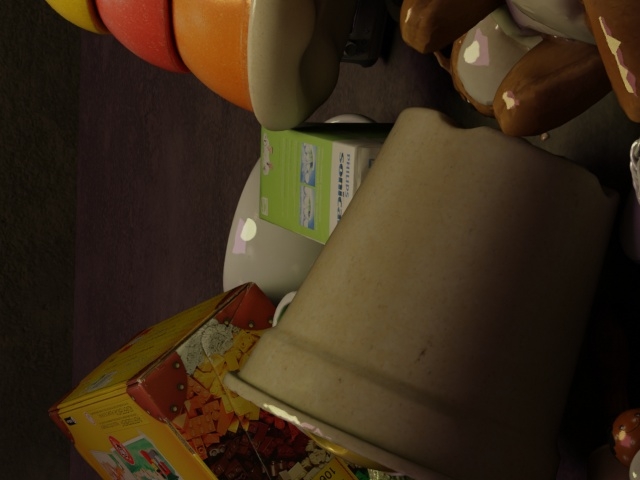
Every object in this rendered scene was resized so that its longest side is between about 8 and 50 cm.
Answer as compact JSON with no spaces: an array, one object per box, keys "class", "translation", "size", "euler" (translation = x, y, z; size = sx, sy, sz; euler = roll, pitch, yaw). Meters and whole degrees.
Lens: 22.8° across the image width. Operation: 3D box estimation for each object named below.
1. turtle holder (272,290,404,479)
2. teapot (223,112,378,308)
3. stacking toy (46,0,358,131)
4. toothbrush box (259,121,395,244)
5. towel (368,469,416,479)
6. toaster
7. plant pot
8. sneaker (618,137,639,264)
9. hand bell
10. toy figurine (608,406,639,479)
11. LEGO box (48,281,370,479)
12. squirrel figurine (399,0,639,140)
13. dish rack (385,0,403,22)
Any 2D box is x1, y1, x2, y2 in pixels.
[{"class":"turtle holder","translation":[0.068,0.162,1.747],"size":[0.243,0.227,0.320],"euler":[-172,85,-68]},{"class":"teapot","translation":[0.000,0.000,1.999],"size":[0.256,0.187,0.252],"euler":[81,-153,-64]},{"class":"stacking toy","translation":[-0.200,-0.334,1.749],"size":[0.350,0.480,0.350],"euler":[14,-90,-79]},{"class":"toothbrush box","translation":[0.074,-0.063,1.767],"size":[0.283,0.206,0.122],"euler":[-162,72,-66]},{"class":"towel","translation":[0.105,0.265,1.849],"size":[0.027,0.110,0.148],"euler":[129,137,-56]},{"class":"toaster","translation":[0.011,-0.327,2.012],"size":[0.227,0.129,0.146],"euler":[-119,38,-52]},{"class":"plant pot","translation":[0.122,0.056,1.467],"size":[0.305,0.334,0.334],"euler":[-67,24,-2]},{"class":"sneaker","translation":[0.303,-0.066,1.354],"size":[0.258,0.091,0.094],"euler":[115,146,-50]},{"class":"hand bell","translation":[0.275,0.162,1.463],"size":[0.126,0.126,0.242],"euler":[121,153,-53]},{"class":"toy figurine","translation":[0.303,0.227,1.229],"size":[0.148,0.209,0.213],"euler":[-118,34,-57]},{"class":"LEGO box","translation":[-0.118,0.284,2.059],"size":[0.372,0.193,0.500],"euler":[51,157,-7]},{"class":"squirrel figurine","translation":[0.240,-0.260,1.323],"size":[0.397,0.281,0.370],"euler":[-55,-10,-9]},{"class":"dish rack","translation":[0.139,-0.433,1.755],"size":[0.285,0.072,0.333],"euler":[142,123,-64]}]
